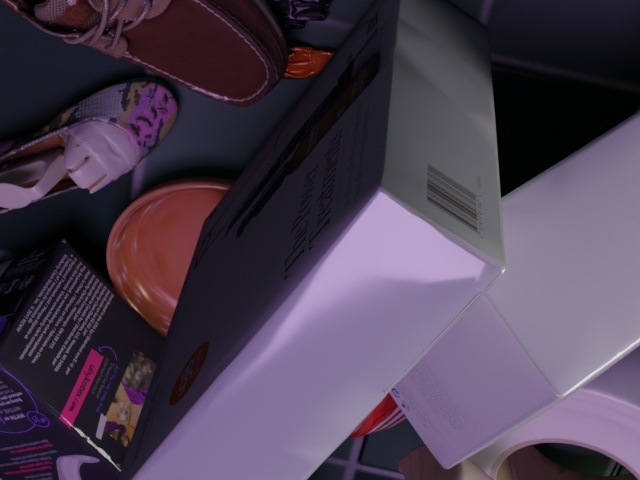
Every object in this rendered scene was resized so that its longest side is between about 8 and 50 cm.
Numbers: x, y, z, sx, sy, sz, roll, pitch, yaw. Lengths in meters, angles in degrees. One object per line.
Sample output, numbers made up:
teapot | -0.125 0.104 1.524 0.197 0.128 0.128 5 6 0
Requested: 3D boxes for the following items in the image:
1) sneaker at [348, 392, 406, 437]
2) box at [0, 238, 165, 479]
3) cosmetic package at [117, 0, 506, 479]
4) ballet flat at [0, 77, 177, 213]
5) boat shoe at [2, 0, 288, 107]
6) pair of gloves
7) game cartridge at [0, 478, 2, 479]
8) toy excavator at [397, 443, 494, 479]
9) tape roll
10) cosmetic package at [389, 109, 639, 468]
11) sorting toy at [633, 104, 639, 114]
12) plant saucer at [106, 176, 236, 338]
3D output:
sneaker | 0.067 0.079 1.227 0.128 0.087 0.221 5 118 -51
box | -0.227 0.152 1.257 0.165 0.143 0.270 -15 126 40
cosmetic package | 0.000 0.000 0.943 0.097 0.377 0.284 32 117 -12
ballet flat | -0.219 -0.066 1.143 0.221 0.079 0.077 -19 122 22
boat shoe | -0.173 -0.190 1.011 0.324 0.116 0.123 30 128 -14
pair of gloves | -0.025 -0.166 1.076 0.074 0.010 0.083 0 125 11
game cartridge | -0.383 0.182 1.387 0.196 0.060 0.294 -29 119 32
toy excavator | -0.042 0.354 1.274 0.222 0.445 0.433 41 81 -21
tape roll | 0.240 0.200 1.230 0.286 0.100 0.286 13 132 14
cosmetic package | 0.174 0.036 1.003 0.138 0.224 0.225 54 156 11
sorting toy | 0.362 -0.089 1.055 0.208 0.038 0.193 20 129 -6
plant saucer | -0.092 0.020 1.218 0.200 0.037 0.200 4 128 5
